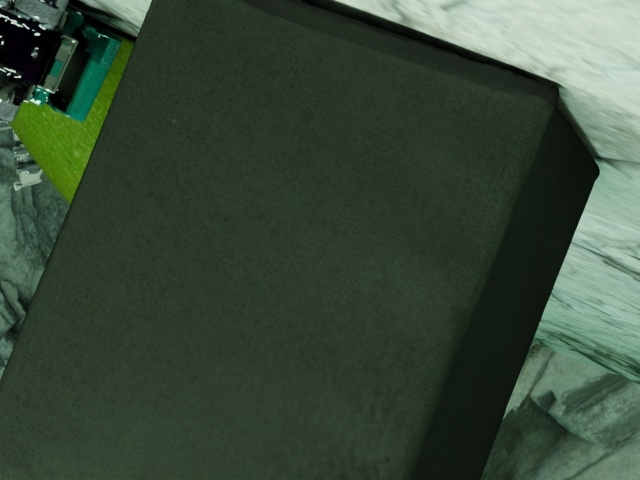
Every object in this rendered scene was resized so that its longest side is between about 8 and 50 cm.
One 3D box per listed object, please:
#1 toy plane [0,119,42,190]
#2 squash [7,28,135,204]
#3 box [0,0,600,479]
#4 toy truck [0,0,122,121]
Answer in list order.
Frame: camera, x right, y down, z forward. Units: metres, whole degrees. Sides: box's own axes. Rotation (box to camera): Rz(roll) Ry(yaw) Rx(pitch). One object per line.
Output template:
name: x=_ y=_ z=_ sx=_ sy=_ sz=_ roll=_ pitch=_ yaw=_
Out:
toy plane: x=-0.258 y=-0.135 z=1.627 sx=0.234 sy=0.160 sz=0.082 roll=-12 pitch=-164 yaw=-22
squash: x=-0.226 y=-0.186 z=1.507 sx=0.288 sy=0.203 sz=0.111 roll=59 pitch=-174 yaw=10
box: x=-0.014 y=0.048 z=1.006 sx=0.251 sy=0.345 sz=0.204 roll=21 pitch=178 yaw=19
toy truck: x=-0.292 y=-0.183 z=1.364 sx=0.253 sy=0.114 sz=0.124 roll=25 pitch=-172 yaw=-11
